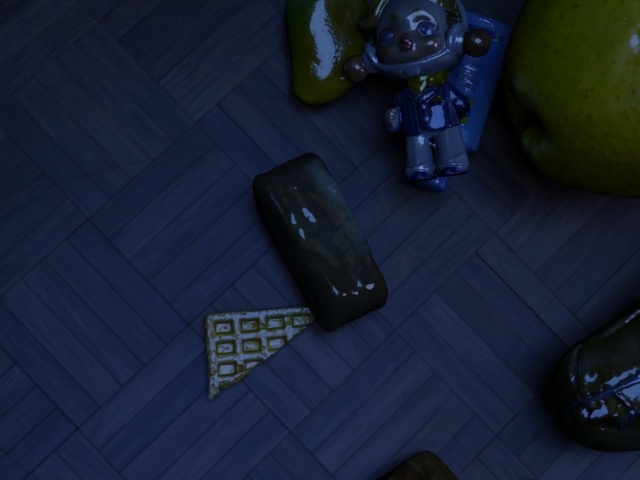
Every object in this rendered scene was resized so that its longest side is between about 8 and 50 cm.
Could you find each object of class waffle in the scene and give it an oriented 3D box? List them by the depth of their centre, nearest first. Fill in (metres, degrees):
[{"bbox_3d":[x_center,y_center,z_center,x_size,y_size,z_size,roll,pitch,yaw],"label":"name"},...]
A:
[{"bbox_3d":[-0.059,0.148,1.620,0.191,0.032,0.125,-3,81,-8],"label":"waffle"}]

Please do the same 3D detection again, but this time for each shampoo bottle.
[{"bbox_3d":[0.191,-0.192,1.693,0.103,0.061,0.258,19,79,3],"label":"shampoo bottle"}]

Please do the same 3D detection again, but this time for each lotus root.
[{"bbox_3d":[0.128,0.354,1.576,0.159,0.095,0.135,-21,79,-15],"label":"lotus root"}]

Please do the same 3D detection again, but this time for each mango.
[{"bbox_3d":[0.012,-0.286,1.683,0.122,0.085,0.191,-5,91,-18],"label":"mango"}]

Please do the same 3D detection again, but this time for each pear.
[{"bbox_3d":[0.439,-0.242,1.586,0.418,0.362,0.362,-32,85,-7],"label":"pear"}]

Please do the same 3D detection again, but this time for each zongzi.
[{"bbox_3d":[0.465,0.087,1.630,0.356,0.174,0.393,-8,71,-2],"label":"zongzi"}]

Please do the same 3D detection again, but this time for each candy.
[{"bbox_3d":[0.000,0.000,1.606,0.104,0.102,0.234,-25,74,-19],"label":"candy"}]

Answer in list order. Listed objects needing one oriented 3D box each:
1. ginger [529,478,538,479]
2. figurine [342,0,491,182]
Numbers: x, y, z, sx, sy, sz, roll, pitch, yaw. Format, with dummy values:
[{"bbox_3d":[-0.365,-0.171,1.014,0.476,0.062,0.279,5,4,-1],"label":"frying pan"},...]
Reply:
[{"bbox_3d":[0.413,0.371,1.614,0.288,0.089,0.075,8,44,-3],"label":"ginger"},{"bbox_3d":[0.149,-0.219,1.614,0.194,0.133,0.274,-33,79,19],"label":"figurine"}]
